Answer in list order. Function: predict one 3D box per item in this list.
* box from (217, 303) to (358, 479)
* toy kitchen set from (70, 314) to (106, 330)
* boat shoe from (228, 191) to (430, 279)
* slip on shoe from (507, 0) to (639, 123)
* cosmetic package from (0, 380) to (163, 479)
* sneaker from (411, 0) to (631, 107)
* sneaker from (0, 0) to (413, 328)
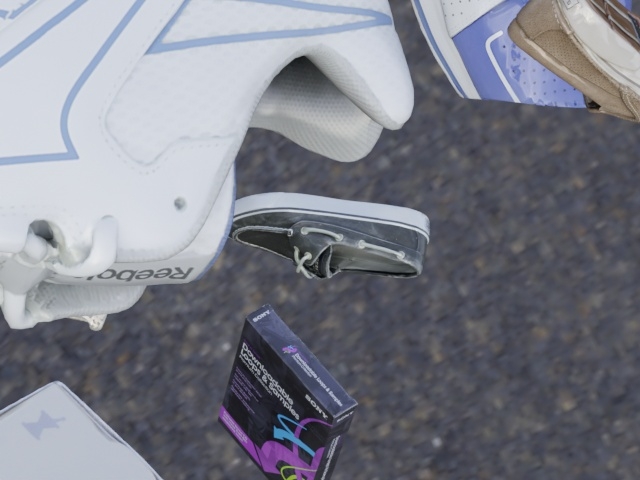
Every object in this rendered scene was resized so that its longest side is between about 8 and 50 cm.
[{"bbox_3d":[-0.030,0.141,1.472,0.029,0.162,0.116,-29,64,-32],"label":"box"},{"bbox_3d":[-0.245,0.028,1.527,0.166,0.207,0.122,12,104,-13],"label":"toy kitchen set"},{"bbox_3d":[0.000,0.000,1.825,0.219,0.078,0.070,3,61,13],"label":"boat shoe"},{"bbox_3d":[0.138,-0.074,0.814,0.135,0.041,0.051,30,35,-42],"label":"slip on shoe"},{"bbox_3d":[-0.158,0.244,1.028,0.129,0.296,0.153,-29,56,-32],"label":"cosmetic package"},{"bbox_3d":[0.135,-0.228,0.984,0.127,0.182,0.315,-8,97,-23],"label":"sneaker"},{"bbox_3d":[-0.088,-0.033,0.412,0.297,0.111,0.129,-29,88,-33],"label":"sneaker"}]
